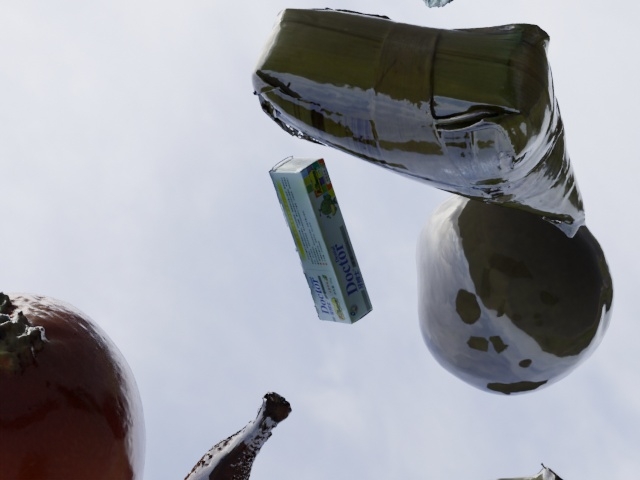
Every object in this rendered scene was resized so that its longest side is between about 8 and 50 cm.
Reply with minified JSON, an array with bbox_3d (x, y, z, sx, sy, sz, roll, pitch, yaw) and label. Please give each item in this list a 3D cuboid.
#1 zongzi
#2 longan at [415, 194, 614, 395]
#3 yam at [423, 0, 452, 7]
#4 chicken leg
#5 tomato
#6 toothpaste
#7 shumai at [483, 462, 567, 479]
[{"bbox_3d":[0.094,-0.093,1.144,0.289,0.260,0.123,52,-128,-62],"label":"zongzi"},{"bbox_3d":[0.212,0.054,1.482,0.248,0.248,0.248,31,-141,-29],"label":"longan"},{"bbox_3d":[0.130,-0.220,0.804,0.183,0.107,0.107,-24,-103,-20],"label":"yam"},{"bbox_3d":[-0.073,0.208,0.941,0.053,0.093,0.205,-18,-68,-72],"label":"chicken leg"},{"bbox_3d":[-0.313,0.205,1.196,0.322,0.321,0.321,31,-141,-29],"label":"tomato"},{"bbox_3d":[0.000,0.000,1.202,0.034,0.046,0.164,-35,-64,-36],"label":"toothpaste"},{"bbox_3d":[0.265,0.342,1.607,0.201,0.120,0.201,33,-179,-1],"label":"shumai"}]
